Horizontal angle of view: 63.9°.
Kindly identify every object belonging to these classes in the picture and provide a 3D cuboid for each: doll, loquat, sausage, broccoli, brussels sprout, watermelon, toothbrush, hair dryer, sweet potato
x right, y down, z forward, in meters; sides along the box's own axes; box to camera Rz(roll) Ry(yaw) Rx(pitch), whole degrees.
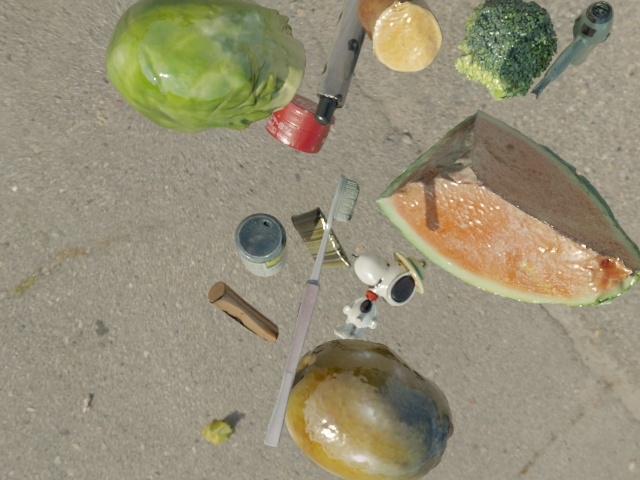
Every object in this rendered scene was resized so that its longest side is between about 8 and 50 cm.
[{"bbox_3d":[0.162,0.158,1.365,0.208,0.144,0.271,13,83,2],"label":"doll"},{"bbox_3d":[0.062,0.224,0.671,0.228,0.179,0.179,30,98,-11],"label":"loquat"},{"bbox_3d":[-0.080,0.081,0.563,0.026,0.026,0.116,-41,136,1],"label":"sausage"},{"bbox_3d":[0.531,-0.579,1.554,0.250,0.375,0.301,0,146,-18],"label":"broccoli"},{"bbox_3d":[-0.113,-0.179,0.507,0.181,0.162,0.143,-3,88,-42],"label":"brussels sprout"},{"bbox_3d":[0.192,-0.037,0.505,0.231,0.128,0.146,34,58,12],"label":"watermelon"},{"bbox_3d":[-0.008,0.050,0.356,0.017,0.014,0.194,18,94,-2],"label":"toothbrush"},{"bbox_3d":[0.644,-0.469,1.338,0.092,0.229,0.267,43,110,16],"label":"hair dryer"},{"bbox_3d":[0.128,-0.440,0.964,0.131,0.336,0.131,-5,134,-5],"label":"sweet potato"}]

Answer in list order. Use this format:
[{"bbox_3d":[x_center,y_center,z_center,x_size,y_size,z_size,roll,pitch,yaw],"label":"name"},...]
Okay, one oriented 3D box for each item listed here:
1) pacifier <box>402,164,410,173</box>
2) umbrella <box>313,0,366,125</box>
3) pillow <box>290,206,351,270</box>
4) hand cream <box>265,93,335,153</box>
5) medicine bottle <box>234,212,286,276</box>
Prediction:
[{"bbox_3d":[0.321,-0.077,1.077,0.269,0.343,0.288,-38,131,5],"label":"pacifier"},{"bbox_3d":[0.052,-0.419,1.153,0.073,0.067,0.337,14,82,19],"label":"umbrella"},{"bbox_3d":[0.000,0.000,1.626,0.052,0.208,0.212,-33,100,-26],"label":"pillow"},{"bbox_3d":[-0.062,-0.359,1.559,0.193,0.193,0.125,20,116,-20],"label":"hand cream"},{"bbox_3d":[-0.166,0.026,1.498,0.142,0.293,0.141,1,75,-3],"label":"medicine bottle"}]
